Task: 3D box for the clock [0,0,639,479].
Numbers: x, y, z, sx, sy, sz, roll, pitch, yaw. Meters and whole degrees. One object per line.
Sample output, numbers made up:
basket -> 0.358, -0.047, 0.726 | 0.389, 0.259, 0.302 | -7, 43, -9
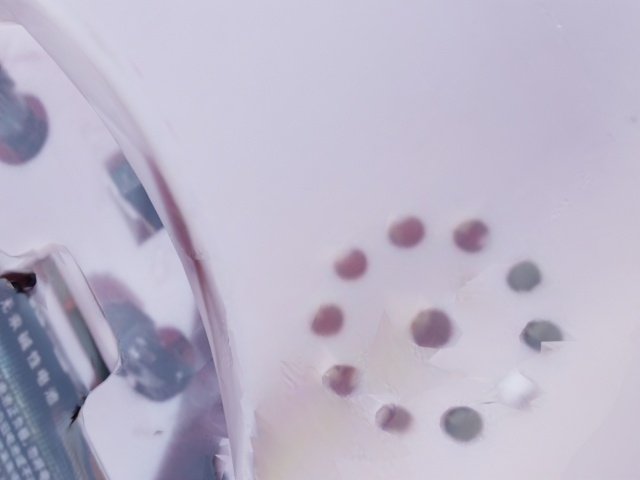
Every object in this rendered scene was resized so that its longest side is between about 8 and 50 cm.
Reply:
clock -> 0.000, 0.000, 0.448 | 0.377, 0.250, 0.368 | -35, 74, 19
